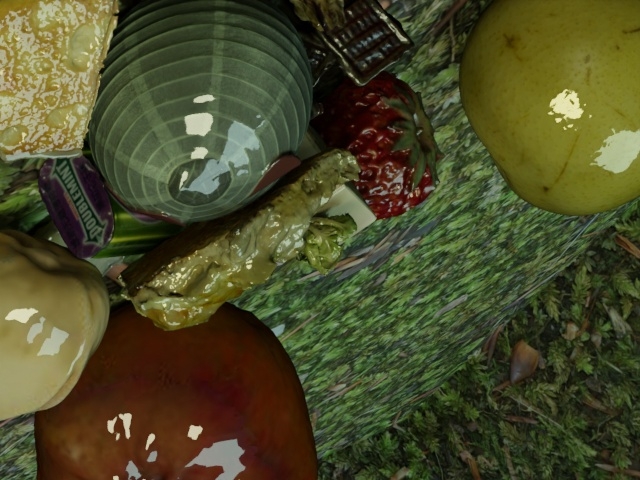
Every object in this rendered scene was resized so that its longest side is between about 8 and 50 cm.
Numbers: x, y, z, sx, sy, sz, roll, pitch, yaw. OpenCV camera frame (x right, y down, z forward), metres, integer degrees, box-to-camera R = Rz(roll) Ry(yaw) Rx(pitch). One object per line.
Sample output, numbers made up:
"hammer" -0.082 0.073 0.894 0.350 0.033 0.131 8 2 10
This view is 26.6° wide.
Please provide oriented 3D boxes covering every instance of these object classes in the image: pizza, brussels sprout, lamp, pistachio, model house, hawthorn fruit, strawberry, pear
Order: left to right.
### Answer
"pistachio" -0.374 0.100 1.561 0.309 0.229 0.230 -28 168 33
"pizza" -0.298 -0.168 1.269 0.204 0.080 0.188 -9 128 -33
"hawthorn fruit" -0.221 0.290 2.031 0.472 0.471 0.472 -30 162 -11
"lamp" -0.127 -0.131 1.377 0.265 0.233 0.233 -29 166 28
"pizza" -0.100 0.015 1.463 0.323 0.089 0.223 -30 -165 21
"brussels sprout" 0.000 0.000 1.552 0.085 0.058 0.085 -59 -178 4
"model house" 0.018 -0.229 1.527 0.165 0.152 0.106 -36 156 1
"strawberry" 0.027 -0.114 1.814 0.244 0.205 0.205 -15 169 21
"pear" 0.354 -0.208 1.853 0.348 0.348 0.348 -30 162 -11

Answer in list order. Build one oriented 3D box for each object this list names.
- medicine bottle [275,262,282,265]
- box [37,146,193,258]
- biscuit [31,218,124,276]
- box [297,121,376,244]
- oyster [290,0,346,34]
"medicine bottle" -0.128 -0.015 1.867 0.078 0.115 0.219 -43 159 29
"box" -0.177 -0.054 1.659 0.097 0.134 0.346 -42 160 29
"biscuit" -0.319 0.019 1.751 0.265 0.040 0.188 -45 157 30
"box" -0.040 -0.099 1.647 0.095 0.212 0.168 -36 161 4
"oyster" -0.006 -0.332 1.235 0.096 0.221 0.361 7 164 -5
